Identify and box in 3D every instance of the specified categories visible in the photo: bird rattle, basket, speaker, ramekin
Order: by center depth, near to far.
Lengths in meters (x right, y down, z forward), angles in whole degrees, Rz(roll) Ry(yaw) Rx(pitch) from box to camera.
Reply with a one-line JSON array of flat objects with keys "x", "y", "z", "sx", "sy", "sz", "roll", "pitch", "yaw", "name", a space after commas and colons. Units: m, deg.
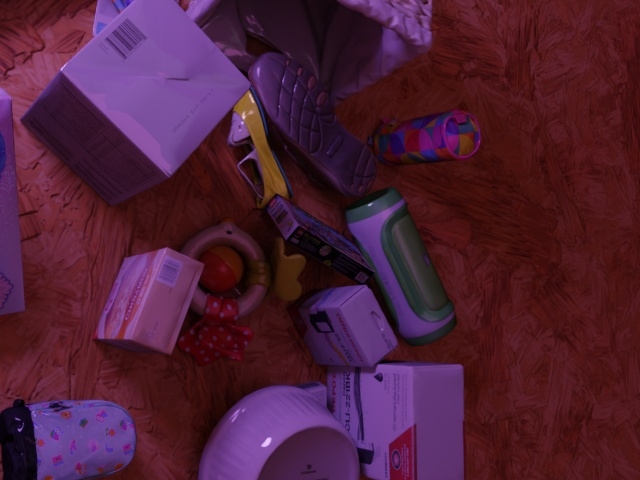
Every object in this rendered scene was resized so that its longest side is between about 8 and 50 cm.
[{"x": -0.055, "y": 0.387, "z": 1.234, "sx": 0.273, "sy": 0.127, "sz": 0.272, "roll": -6, "pitch": 100, "yaw": -35, "name": "ramekin"}, {"x": -0.159, "y": 0.079, "z": 1.269, "sx": 0.253, "sy": 0.143, "sz": 0.207, "roll": -42, "pitch": 95, "yaw": -16, "name": "bird rattle"}, {"x": -0.015, "y": -0.442, "z": 1.284, "sx": 0.328, "sy": 0.331, "sz": 0.266, "roll": 22, "pitch": 67, "yaw": -29, "name": "basket"}, {"x": 0.157, "y": 0.051, "z": 1.445, "sx": 0.131, "sy": 0.131, "sz": 0.296, "roll": -32, "pitch": 102, "yaw": -31, "name": "speaker"}]

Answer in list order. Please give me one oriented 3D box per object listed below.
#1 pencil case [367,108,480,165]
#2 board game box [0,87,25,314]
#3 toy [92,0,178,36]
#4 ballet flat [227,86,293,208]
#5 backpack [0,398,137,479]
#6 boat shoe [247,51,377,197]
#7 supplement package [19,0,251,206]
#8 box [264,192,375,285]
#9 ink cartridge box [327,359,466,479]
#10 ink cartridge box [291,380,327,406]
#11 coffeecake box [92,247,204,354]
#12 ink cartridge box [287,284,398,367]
[{"x": 0.198, "y": -0.198, "z": 1.445, "sx": 0.104, "sy": 0.236, "sz": 0.104, "roll": -3, "pitch": 95, "yaw": -34, "name": "pencil case"}, {"x": -0.555, "y": -0.028, "z": 0.948, "sx": 0.318, "sy": 0.066, "sz": 0.318, "roll": -11, "pitch": 120, "yaw": -33, "name": "board game box"}, {"x": -0.294, "y": -0.443, "z": 1.257, "sx": 0.137, "sy": 0.056, "sz": 0.237, "roll": 11, "pitch": 78, "yaw": -30, "name": "toy"}, {"x": -0.121, "y": -0.162, "z": 1.327, "sx": 0.077, "sy": 0.077, "sz": 0.231, "roll": -23, "pitch": 98, "yaw": -19, "name": "ballet flat"}, {"x": -0.363, "y": 0.301, "z": 1.087, "sx": 0.182, "sy": 0.115, "sz": 0.152, "roll": -1, "pitch": 82, "yaw": -36, "name": "backpack"}, {"x": -0.030, "y": -0.196, "z": 1.347, "sx": 0.123, "sy": 0.116, "sz": 0.324, "roll": -52, "pitch": 122, "yaw": -22, "name": "boat shoe"}, {"x": -0.282, "y": -0.204, "z": 1.111, "sx": 0.198, "sy": 0.263, "sz": 0.199, "roll": 46, "pitch": 62, "yaw": -19, "name": "supplement package"}, {"x": 0.000, "y": 0.000, "z": 1.336, "sx": 0.207, "sy": 0.114, "sz": 0.036, "roll": 31, "pitch": 105, "yaw": -39, "name": "box"}, {"x": 0.123, "y": 0.312, "z": 1.306, "sx": 0.114, "sy": 0.273, "sz": 0.197, "roll": 4, "pitch": 82, "yaw": -29, "name": "ink cartridge box"}, {"x": -0.058, "y": 0.352, "z": 1.332, "sx": 0.145, "sy": 0.045, "sz": 0.179, "roll": -5, "pitch": 103, "yaw": -34, "name": "ink cartridge box"}, {"x": -0.265, "y": 0.095, "z": 1.132, "sx": 0.068, "sy": 0.185, "sz": 0.142, "roll": 27, "pitch": 70, "yaw": -28, "name": "coffeecake box"}, {"x": 0.036, "y": 0.153, "z": 1.325, "sx": 0.072, "sy": 0.175, "sz": 0.127, "roll": -35, "pitch": 102, "yaw": -31, "name": "ink cartridge box"}]
